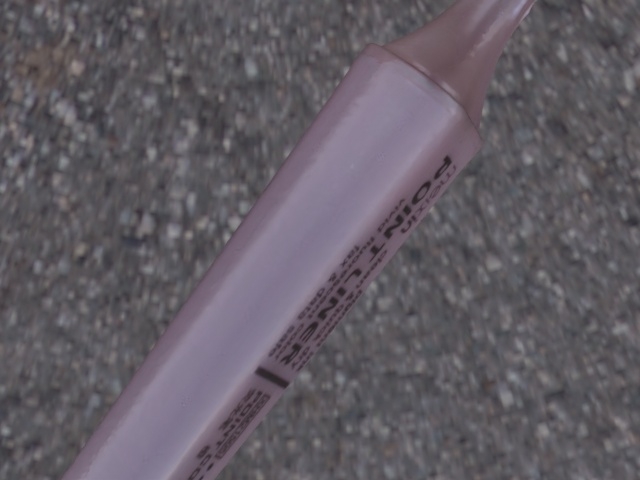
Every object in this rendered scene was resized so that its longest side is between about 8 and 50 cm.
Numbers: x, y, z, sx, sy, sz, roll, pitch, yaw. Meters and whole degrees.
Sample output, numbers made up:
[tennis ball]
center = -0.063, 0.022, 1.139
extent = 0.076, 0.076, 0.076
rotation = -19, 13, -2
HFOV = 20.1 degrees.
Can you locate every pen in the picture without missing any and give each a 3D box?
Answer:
[pen]
center = 0.000, 0.000, 0.469
extent = 0.032, 0.053, 0.197
rotation = 36, 90, 20
